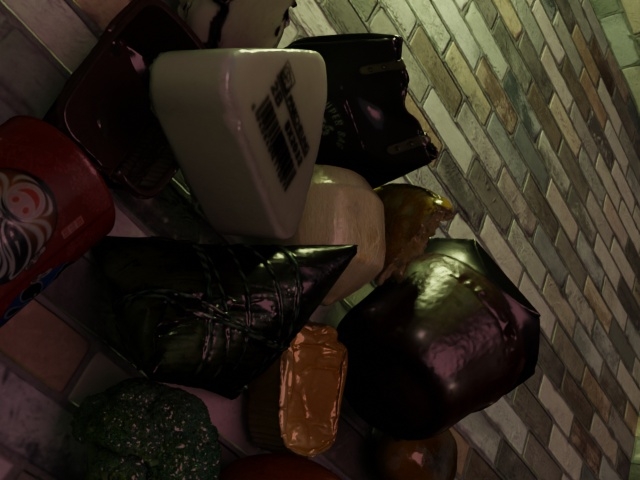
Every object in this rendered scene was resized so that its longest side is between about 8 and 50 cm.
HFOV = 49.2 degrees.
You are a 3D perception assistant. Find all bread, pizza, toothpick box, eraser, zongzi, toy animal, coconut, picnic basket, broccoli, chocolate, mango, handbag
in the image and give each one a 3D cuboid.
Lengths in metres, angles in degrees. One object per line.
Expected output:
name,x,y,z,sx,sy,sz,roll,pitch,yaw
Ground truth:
bread,-0.047,0.271,1.300,0.178,0.133,0.250,14,74,-45
pizza,0.140,-0.009,1.419,0.089,0.323,0.223,27,81,-29
toothpick box,-0.440,0.016,0.855,0.333,0.204,0.204,-50,120,-38
eraser,-0.125,-0.191,1.088,0.331,0.149,0.332,-16,108,-60
zongzi,-0.122,0.086,1.099,0.362,0.319,0.383,-44,139,5
toy animal,-0.159,-0.394,1.243,0.204,0.156,0.208,-1,130,-45
coconut,0.000,0.000,1.309,0.244,0.244,0.248,20,70,-44
picnic basket,-0.298,-0.214,1.095,0.222,0.129,0.297,47,54,-35
broccoli,-0.260,0.334,1.005,0.270,0.270,0.270,-45,122,-4
chocolate,0.196,0.218,1.419,0.331,0.383,0.384,-20,99,-44
mango,0.233,0.494,1.572,0.316,0.146,0.193,31,70,-48
handbag,0.075,-0.253,1.392,0.152,0.287,0.343,-41,116,-42

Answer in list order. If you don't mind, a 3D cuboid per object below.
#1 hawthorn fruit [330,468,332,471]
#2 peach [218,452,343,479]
hawthorn fruit,0.074,0.572,1.316,0.276,0.276,0.308,-13,82,-48
peach,-0.068,0.492,1.115,0.307,0.332,0.308,-19,129,-25
